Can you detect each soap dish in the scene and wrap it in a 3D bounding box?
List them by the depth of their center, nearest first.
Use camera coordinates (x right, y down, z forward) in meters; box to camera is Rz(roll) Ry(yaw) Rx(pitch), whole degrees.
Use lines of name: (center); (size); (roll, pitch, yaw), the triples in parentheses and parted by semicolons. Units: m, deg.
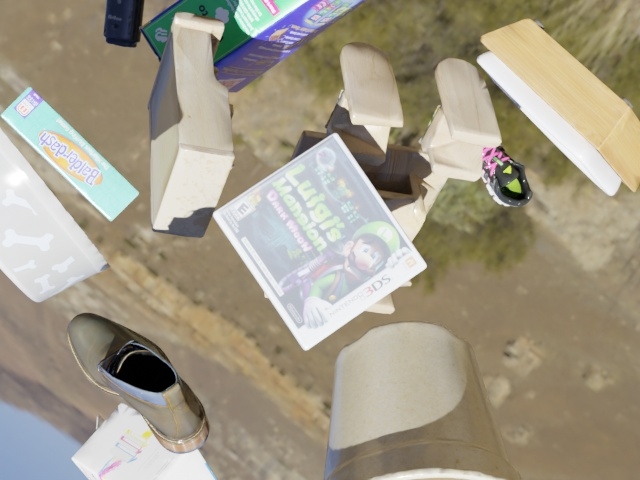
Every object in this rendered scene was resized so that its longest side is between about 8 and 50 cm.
soap dish: (0.403, -0.220, 1.879); (0.291, 0.118, 0.229); (50, -169, 30)

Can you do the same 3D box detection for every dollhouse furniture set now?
dollhouse furniture set: (-0.022, -0.128, 1.571); (0.394, 0.256, 0.362); (8, 137, -19)

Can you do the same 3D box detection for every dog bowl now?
dog bowl: (-0.404, -0.070, 1.412); (0.349, 0.102, 0.349); (48, 170, 11)

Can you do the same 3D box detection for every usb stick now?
usb stick: (-0.346, -0.490, 2.090); (0.077, 0.278, 0.045); (13, -166, 20)

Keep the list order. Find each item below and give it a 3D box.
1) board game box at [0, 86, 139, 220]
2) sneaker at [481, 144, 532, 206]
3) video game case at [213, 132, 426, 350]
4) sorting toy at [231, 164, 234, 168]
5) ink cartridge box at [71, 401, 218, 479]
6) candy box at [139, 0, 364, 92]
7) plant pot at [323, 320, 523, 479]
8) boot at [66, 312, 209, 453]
board game box: (-0.283, -0.098, 1.307); (0.160, 0.047, 0.210); (45, 174, -12)
sneaker: (0.256, -0.111, 1.684); (0.170, 0.063, 0.075); (52, 172, -25)
video game case: (0.000, 0.000, 1.329); (0.190, 0.173, 0.022); (56, 171, 2)
sorting toy: (-0.187, -0.124, 2.111); (0.012, 0.062, 0.083); (57, 143, 2)
ink cartridge box: (-0.206, 0.262, 1.334); (0.143, 0.090, 0.092); (20, 148, 38)
candy box: (-0.078, -0.357, 1.770); (0.122, 0.317, 0.268); (57, -165, 2)
plant pot: (0.136, 0.299, 1.706); (0.334, 0.334, 0.305); (49, -153, -42)
boot: (-0.201, 0.123, 1.225); (0.219, 0.082, 0.106); (37, 154, 28)
